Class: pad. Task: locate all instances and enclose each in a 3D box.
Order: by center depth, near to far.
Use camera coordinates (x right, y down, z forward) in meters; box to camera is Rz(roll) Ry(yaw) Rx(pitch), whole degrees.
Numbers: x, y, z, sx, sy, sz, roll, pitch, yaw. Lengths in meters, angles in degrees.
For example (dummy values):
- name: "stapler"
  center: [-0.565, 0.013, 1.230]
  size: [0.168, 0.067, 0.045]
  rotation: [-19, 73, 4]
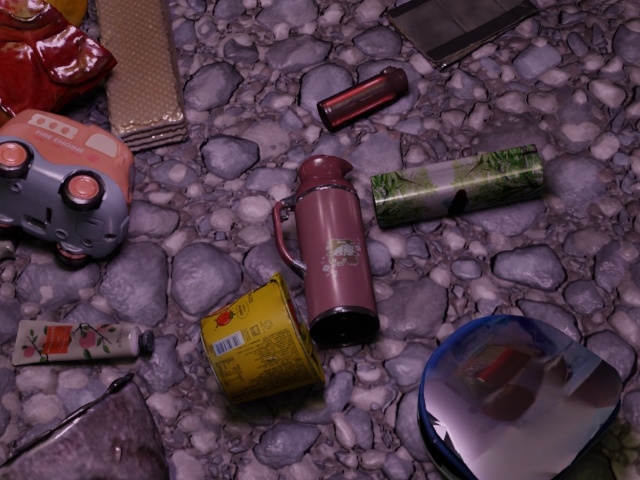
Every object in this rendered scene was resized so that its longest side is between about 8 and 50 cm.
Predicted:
- name: "pad"
  center: [0.256, -0.416, 2.231]
  size: [0.233, 0.022, 0.174]
  rotation: [-31, 58, -14]

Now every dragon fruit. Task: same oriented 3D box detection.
- name: "dragon fruit"
  center: [-0.558, -0.325, 2.064]
  size: [0.286, 0.329, 0.228]
  rotation: [-44, 40, -12]

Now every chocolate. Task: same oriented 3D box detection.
- name: "chocolate"
  center: [-0.329, 0.350, 1.682]
  size: [0.303, 0.303, 0.213]
  rotation: [-35, 91, -15]

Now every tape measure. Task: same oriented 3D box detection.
- name: "tape measure"
  center: [0.265, 0.244, 1.733]
  size: [0.259, 0.138, 0.262]
  rotation: [-40, 61, -19]

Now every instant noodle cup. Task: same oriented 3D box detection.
- name: "instant noodle cup"
  center: [-0.092, 0.156, 1.821]
  size: [0.144, 0.182, 0.182]
  rotation: [-22, 57, 2]

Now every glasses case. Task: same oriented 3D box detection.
- name: "glasses case"
  center: [0.221, -0.083, 1.975]
  size: [0.272, 0.095, 0.062]
  rotation: [-11, 58, 1]

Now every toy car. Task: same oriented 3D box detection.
- name: "toy car"
  center: [-0.421, -0.107, 2.012]
  size: [0.271, 0.180, 0.212]
  rotation: [24, 51, 2]

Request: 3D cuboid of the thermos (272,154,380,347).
- name: "thermos"
  center: [0.005, 0.003, 1.941]
  size: [0.136, 0.109, 0.330]
  rotation: [-16, 56, 13]

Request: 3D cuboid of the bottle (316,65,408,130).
- name: "bottle"
  center: [0.077, -0.251, 2.124]
  size: [0.164, 0.060, 0.060]
  rotation: [-26, 58, -10]

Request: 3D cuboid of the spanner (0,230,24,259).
- name: "spanner"
  center: [-0.570, 0.019, 2.046]
  size: [0.096, 0.040, 0.325]
  rotation: [38, 69, 26]

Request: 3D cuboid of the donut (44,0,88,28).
- name: "donut"
  center: [-0.599, -0.466, 2.324]
  size: [0.303, 0.110, 0.302]
  rotation: [-4, 56, 5]

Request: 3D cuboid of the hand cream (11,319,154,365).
- name: "hand cream"
  center: [-0.378, 0.160, 1.931]
  size: [0.234, 0.050, 0.080]
  rotation: [-2, 61, 13]

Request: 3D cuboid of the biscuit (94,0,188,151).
- name: "biscuit"
  center: [-0.336, -0.349, 2.230]
  size: [0.144, 0.078, 0.426]
  rotation: [-12, 56, 1]
